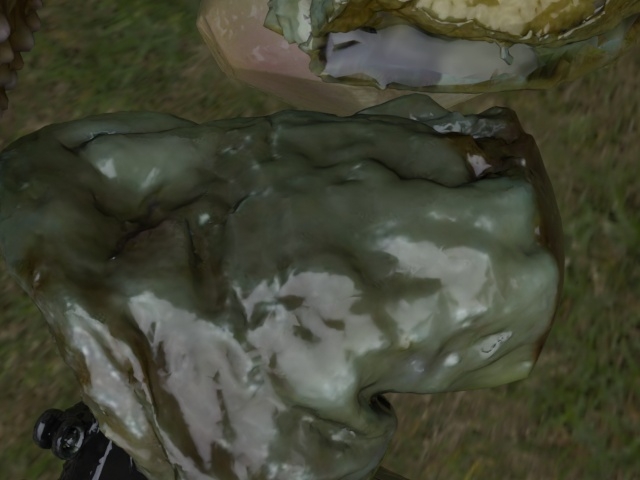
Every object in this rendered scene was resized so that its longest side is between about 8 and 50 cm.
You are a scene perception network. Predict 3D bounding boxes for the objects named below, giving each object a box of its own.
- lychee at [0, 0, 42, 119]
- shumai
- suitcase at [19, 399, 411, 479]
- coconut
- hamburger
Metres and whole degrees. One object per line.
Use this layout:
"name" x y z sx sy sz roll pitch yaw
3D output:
"lychee" -0.309 -0.155 0.922 0.380 0.432 0.380 -2 84 19
"shumai" 0.000 0.000 1.071 0.263 0.309 0.304 -32 122 11
"suitcase" -0.036 0.267 1.545 0.283 0.434 0.194 22 91 32
"coconut" 0.028 -0.171 1.312 0.237 0.237 0.197 -24 95 18
"hamburger" 0.096 -0.203 0.769 0.211 0.132 0.309 10 90 -22
